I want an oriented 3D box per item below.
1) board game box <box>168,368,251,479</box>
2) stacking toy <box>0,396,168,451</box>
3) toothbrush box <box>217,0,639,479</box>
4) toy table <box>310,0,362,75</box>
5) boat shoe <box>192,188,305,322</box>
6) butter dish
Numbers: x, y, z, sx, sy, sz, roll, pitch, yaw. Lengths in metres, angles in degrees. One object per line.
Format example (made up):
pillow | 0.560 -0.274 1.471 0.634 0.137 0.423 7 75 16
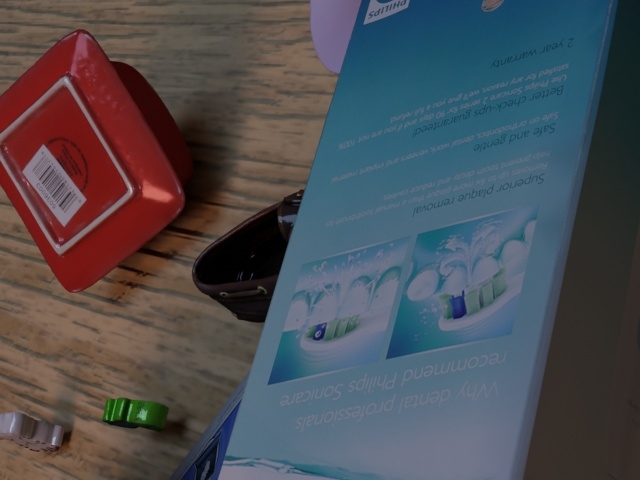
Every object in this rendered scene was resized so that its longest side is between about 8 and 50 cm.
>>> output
board game box | -0.029 0.222 0.986 0.308 0.086 0.302 -53 24 41
stacking toy | -0.185 0.204 1.365 0.221 0.052 0.167 -14 60 50
toothbrush box | 0.094 0.062 0.641 0.126 0.216 0.295 -16 47 39
toy table | 0.014 -0.261 1.270 0.252 0.161 0.274 -21 51 49
boat shoe | 0.000 0.000 1.198 0.207 0.073 0.073 -32 44 41
butter dish | -0.159 -0.068 1.452 0.160 0.118 0.160 -36 83 37
